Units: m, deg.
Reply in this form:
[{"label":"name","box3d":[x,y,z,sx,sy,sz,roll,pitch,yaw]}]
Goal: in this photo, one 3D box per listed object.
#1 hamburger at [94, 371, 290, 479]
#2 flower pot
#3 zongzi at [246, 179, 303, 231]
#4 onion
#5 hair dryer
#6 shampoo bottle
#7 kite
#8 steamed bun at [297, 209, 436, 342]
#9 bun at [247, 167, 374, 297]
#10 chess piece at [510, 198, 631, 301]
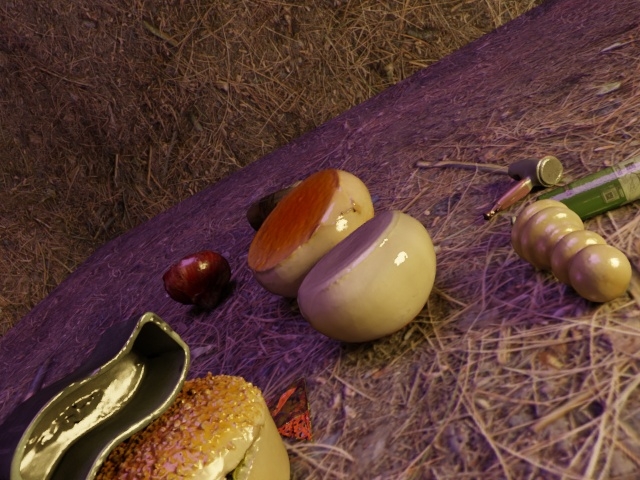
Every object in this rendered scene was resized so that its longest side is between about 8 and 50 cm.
[{"label":"hamburger","box3d":[-0.178,0.288,0.670,0.301,0.170,0.302,-29,19,11]},{"label":"flower pot","box3d":[-0.259,0.190,0.623,0.108,0.103,0.229,-20,21,43]},{"label":"zongzi","box3d":[-0.139,-0.044,1.538,0.220,0.112,0.242,-22,29,33]},{"label":"onion","box3d":[-0.307,0.110,1.388,0.183,0.147,0.184,-20,-24,-9]},{"label":"hair dryer","box3d":[0.350,-0.093,0.991,0.154,0.054,0.106,-41,16,-11]},{"label":"shampoo bottle","box3d":[0.387,-0.060,0.820,0.204,0.065,0.065,-24,21,23]},{"label":"kite","box3d":[-0.056,0.248,0.831,0.222,0.008,0.125,-13,27,44]},{"label":"steamed bun","box3d":[0.083,0.069,0.848,0.231,0.145,0.232,-41,9,7]},{"label":"bun","box3d":[0.000,0.000,1.120,0.299,0.164,0.299,-39,27,23]},{"label":"chess piece","box3d":[0.326,0.019,0.701,0.094,0.094,0.170,-31,27,3]}]
